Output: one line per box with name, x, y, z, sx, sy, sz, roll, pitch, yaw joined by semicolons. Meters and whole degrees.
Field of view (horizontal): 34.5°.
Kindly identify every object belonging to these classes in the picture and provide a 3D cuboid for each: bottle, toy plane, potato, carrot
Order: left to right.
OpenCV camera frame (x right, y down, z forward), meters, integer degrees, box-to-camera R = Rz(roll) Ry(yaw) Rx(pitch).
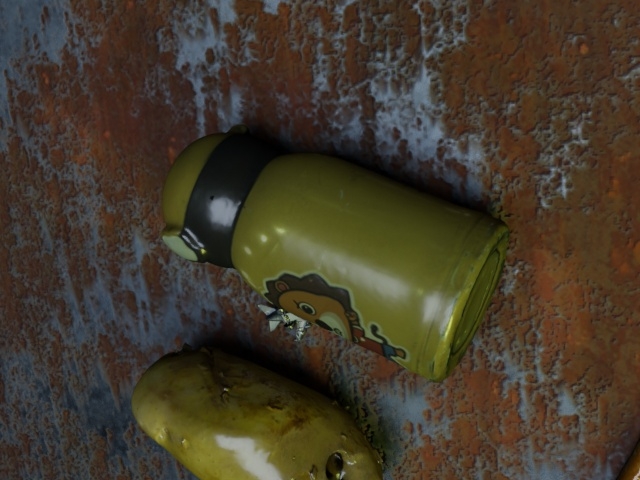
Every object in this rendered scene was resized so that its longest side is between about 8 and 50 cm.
potato;-0.068;0.216;1.143;0.300;0.173;0.140;28;101;13
toy plane;-0.028;0.080;1.162;0.083;0.031;0.079;-13;116;29
bottle;0.000;0.000;1.049;0.351;0.171;0.172;22;114;19
carrot;0.325;0.233;1.054;0.037;0.037;0.190;26;112;14
